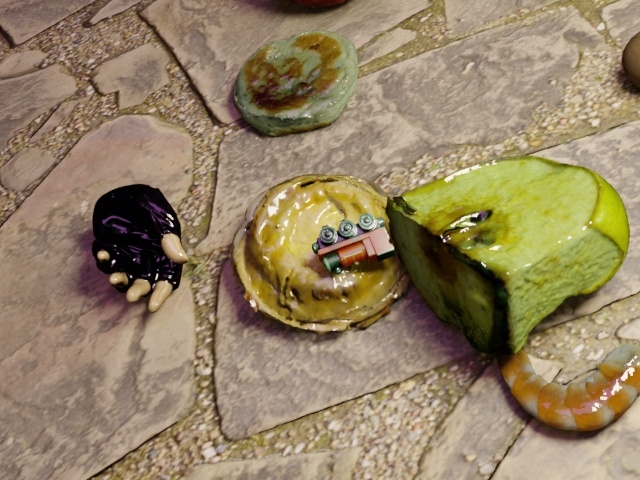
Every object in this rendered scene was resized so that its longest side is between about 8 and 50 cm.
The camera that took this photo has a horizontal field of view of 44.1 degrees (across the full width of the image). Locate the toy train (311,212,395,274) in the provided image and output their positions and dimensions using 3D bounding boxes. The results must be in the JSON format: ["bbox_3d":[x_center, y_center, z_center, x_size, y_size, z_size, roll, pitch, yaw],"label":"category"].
[{"bbox_3d":[0.042,0.006,1.034,0.103,0.044,0.064,-19,72,-5],"label":"toy train"}]

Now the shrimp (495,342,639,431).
[{"bbox_3d":[0.302,0.152,0.956,0.161,0.049,0.166,-39,46,-12],"label":"shrimp"}]

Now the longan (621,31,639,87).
[{"bbox_3d":[0.508,-0.272,1.180,0.113,0.092,0.113,3,33,-2],"label":"longan"}]

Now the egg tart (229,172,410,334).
[{"bbox_3d":[0.000,0.000,1.115,0.279,0.095,0.279,-5,56,7],"label":"egg tart"}]

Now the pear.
[{"bbox_3d":[0.248,-0.005,1.014,0.255,0.164,0.238,-30,39,-18],"label":"pear"}]

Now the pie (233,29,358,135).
[{"bbox_3d":[-0.038,-0.275,1.359,0.240,0.054,0.240,-9,52,12],"label":"pie"}]

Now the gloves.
[{"bbox_3d":[-0.268,0.017,1.168,0.164,0.124,0.203,-23,70,23],"label":"gloves"}]

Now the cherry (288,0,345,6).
[{"bbox_3d":[0.000,-0.532,1.458,0.239,0.206,0.239,5,72,-16],"label":"cherry"}]
